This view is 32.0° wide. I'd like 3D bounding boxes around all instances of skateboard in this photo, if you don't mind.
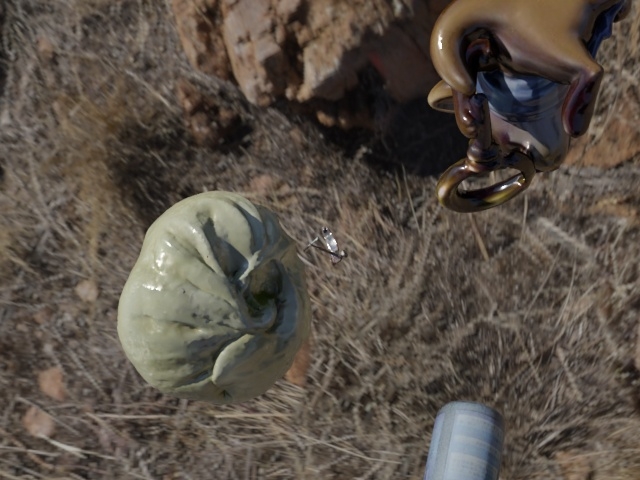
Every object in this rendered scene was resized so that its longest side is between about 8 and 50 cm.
[{"bbox_3d":[0.000,0.000,1.642,0.032,0.083,0.064,-35,64,20],"label":"skateboard"}]

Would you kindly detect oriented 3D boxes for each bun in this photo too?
[{"bbox_3d":[-0.111,0.073,1.284,0.160,0.259,0.259,12,76,55],"label":"bun"}]

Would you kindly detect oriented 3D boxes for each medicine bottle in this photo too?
[{"bbox_3d":[0.150,0.280,1.222,0.083,0.083,0.203,10,56,11],"label":"medicine bottle"}]

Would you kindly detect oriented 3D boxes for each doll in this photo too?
[{"bbox_3d":[0.258,-0.195,1.365,0.317,0.340,0.209,-33,79,-8],"label":"doll"}]
